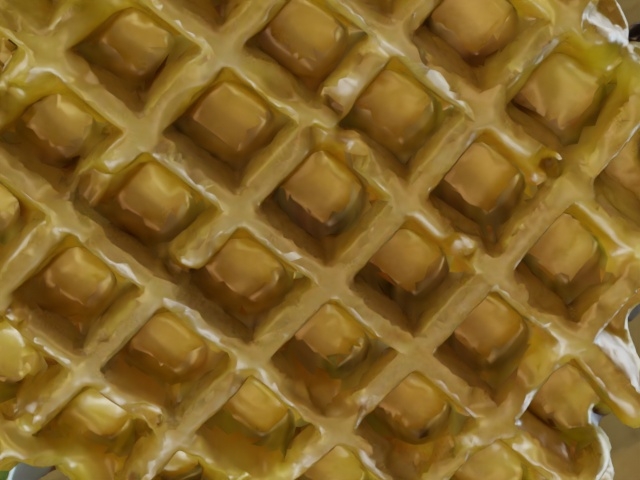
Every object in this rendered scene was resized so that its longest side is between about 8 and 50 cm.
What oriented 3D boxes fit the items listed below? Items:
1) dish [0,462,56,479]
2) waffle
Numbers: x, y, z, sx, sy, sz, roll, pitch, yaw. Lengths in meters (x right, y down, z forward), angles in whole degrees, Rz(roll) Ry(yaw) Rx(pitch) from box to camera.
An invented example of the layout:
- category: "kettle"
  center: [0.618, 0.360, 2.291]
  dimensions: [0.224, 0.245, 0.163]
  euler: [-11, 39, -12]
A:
- category: "dish"
  center: [-0.115, 0.242, 1.166]
  dimensions: [0.324, 0.124, 0.324]
  euler: [33, -136, -39]
- category: "waffle"
  center: [-0.011, 0.000, 0.740]
  dimensions: [0.329, 0.062, 0.329]
  euler: [-1, -70, -2]
